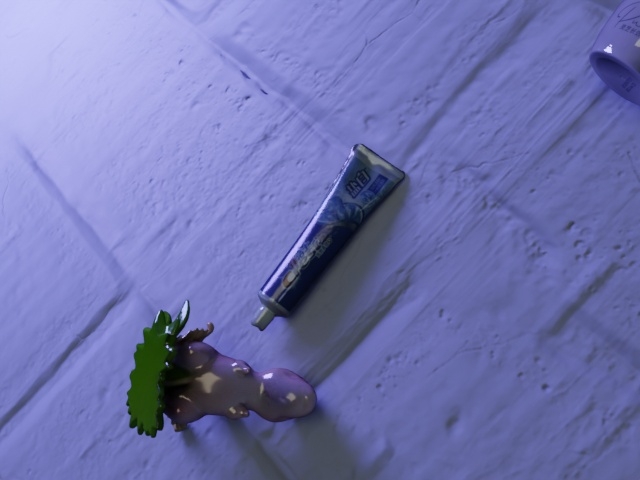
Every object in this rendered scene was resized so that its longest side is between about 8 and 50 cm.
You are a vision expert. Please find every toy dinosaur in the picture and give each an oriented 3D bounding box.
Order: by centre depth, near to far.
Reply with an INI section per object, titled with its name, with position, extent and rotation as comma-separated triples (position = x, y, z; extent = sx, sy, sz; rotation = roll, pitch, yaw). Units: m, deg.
[toy dinosaur]
position = -0.116, 0.150, 0.711
extent = 0.194, 0.177, 0.152
rotation = -13, 67, 49

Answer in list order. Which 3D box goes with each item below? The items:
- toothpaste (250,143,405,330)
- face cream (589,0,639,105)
[toothpaste]
position = 0.001, 0.000, 0.769
extent = 0.069, 0.047, 0.268
rotation = 29, 79, 41
[face cream]
position = 0.363, -0.213, 0.665
extent = 0.104, 0.117, 0.117
rotation = -46, 61, 7
